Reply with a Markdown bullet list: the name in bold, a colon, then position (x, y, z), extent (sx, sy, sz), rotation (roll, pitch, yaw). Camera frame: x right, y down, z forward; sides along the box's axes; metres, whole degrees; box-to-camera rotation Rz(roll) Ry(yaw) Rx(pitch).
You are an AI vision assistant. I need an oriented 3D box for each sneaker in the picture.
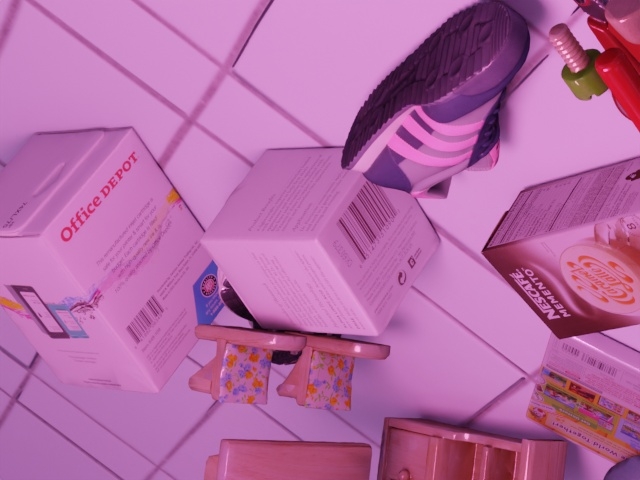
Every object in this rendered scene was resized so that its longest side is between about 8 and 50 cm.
- **sneaker**: position (0.143, -0.131, 1.886), extent (0.131, 0.112, 0.319), rotation (25, 154, -16)
- **sneaker**: position (-0.052, 0.060, 2.324), extent (0.107, 0.110, 0.275), rotation (-25, 142, 5)

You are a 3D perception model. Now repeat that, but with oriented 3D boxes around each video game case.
- **video game case**: position (0.352, 0.195, 2.172), extent (0.227, 0.026, 0.206), rotation (26, 147, 13)

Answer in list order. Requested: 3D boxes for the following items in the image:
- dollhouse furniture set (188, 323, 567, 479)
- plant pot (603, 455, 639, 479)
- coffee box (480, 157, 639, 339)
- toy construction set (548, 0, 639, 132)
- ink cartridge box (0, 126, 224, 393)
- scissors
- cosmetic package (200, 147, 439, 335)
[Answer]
- **dollhouse furniture set**: position (0.057, 0.298, 2.227), extent (0.394, 0.362, 0.256), rotation (7, 179, -41)
- **plant pot**: position (0.429, 0.406, 2.184), extent (0.290, 0.195, 0.290), rotation (21, 151, 12)
- **coffee box**: position (0.301, 0.006, 1.897), extent (0.141, 0.098, 0.246), rotation (47, 147, -19)
- **toy construction set**: position (0.333, -0.162, 1.480), extent (0.257, 0.309, 0.237), rotation (6, 144, 50)
- **ink cartridge box**: position (-0.280, 0.023, 2.380), extent (0.197, 0.198, 0.270), rotation (1, 134, 44)
- **scissors**: position (0.258, -0.212, 1.731), extent (0.109, 0.021, 0.297), rotation (-6, 129, 50)
- **cosmetic package**: position (0.000, 0.000, 2.127), extent (0.183, 0.151, 0.151), rotation (1, 135, 44)
